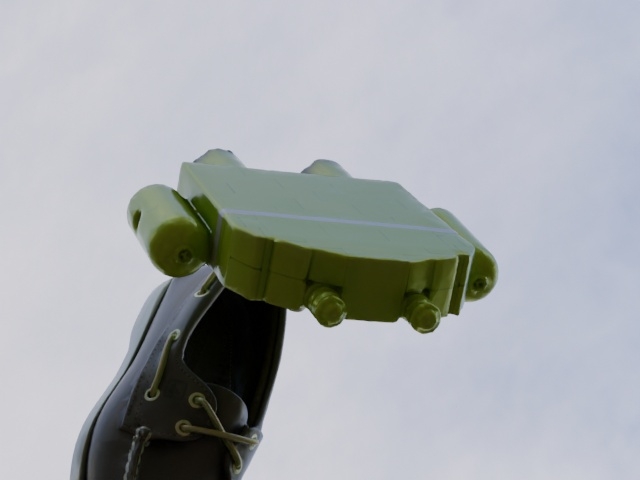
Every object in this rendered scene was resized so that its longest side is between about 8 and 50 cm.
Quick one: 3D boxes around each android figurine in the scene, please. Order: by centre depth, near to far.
[{"bbox_3d":[0.000,0.000,1.161,0.248,0.273,0.056,5,-72,-21],"label":"android figurine"}]

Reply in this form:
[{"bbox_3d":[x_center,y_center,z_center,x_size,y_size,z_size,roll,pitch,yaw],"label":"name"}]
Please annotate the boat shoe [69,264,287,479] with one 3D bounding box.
[{"bbox_3d":[-0.090,0.120,1.187,0.091,0.305,0.109,-30,-61,31],"label":"boat shoe"}]
